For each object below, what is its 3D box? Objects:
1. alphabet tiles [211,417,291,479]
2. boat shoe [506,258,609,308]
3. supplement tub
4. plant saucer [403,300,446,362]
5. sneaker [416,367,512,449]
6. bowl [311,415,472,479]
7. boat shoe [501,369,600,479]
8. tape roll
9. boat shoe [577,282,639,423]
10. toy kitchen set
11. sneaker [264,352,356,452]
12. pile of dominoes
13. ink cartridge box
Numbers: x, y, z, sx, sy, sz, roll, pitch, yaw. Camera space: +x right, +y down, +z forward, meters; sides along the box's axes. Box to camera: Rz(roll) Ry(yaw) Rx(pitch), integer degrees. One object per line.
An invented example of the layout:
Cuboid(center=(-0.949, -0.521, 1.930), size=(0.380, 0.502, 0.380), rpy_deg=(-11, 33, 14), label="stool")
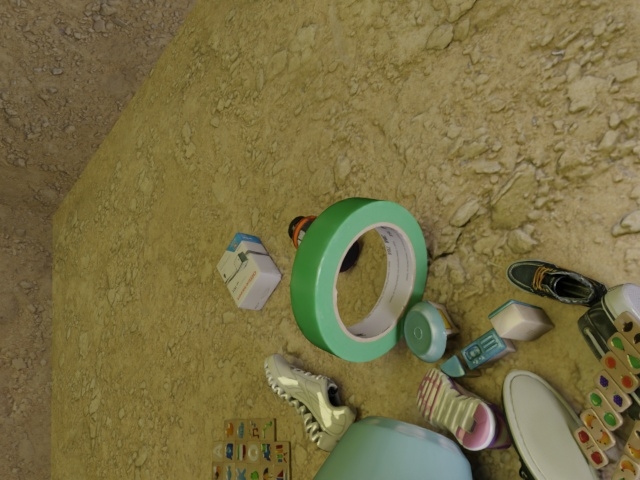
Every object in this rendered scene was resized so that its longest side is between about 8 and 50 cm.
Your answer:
Cuboid(center=(-0.195, 0.632, 1.398), size=(0.342, 0.011, 0.285), rpy_deg=(-20, 65, 42), label="alphabet tiles")
Cuboid(center=(0.392, 0.067, 0.888), size=(0.183, 0.083, 0.065), rpy_deg=(17, 91, 48), label="boat shoe")
Cuboid(center=(0.000, 0.000, 1.305), size=(0.198, 0.106, 0.106), rpy_deg=(31, 101, 47), label="supplement tub")
Cuboid(center=(0.196, 0.179, 1.006), size=(0.119, 0.021, 0.120), rpy_deg=(7, 98, 62), label="plant saucer")
Cuboid(center=(0.265, 0.314, 0.949), size=(0.095, 0.104, 0.236), rpy_deg=(-69, 20, 1), label="sneaker")
Cuboid(center=(0.143, 0.422, 0.924), size=(0.311, 0.311, 0.163), rpy_deg=(-8, 54, 45), label="bowl")
Cuboid(center=(0.371, 0.375, 0.804), size=(0.113, 0.127, 0.340), rpy_deg=(104, 145, -51), label="boat shoe")
Cuboid(center=(0.086, 0.077, 1.031), size=(0.077, 0.321, 0.322), rpy_deg=(13, 88, 46), label="tape roll")
Cuboid(center=(0.496, 0.223, 0.730), size=(0.119, 0.121, 0.335), rpy_deg=(-58, 39, 43), label="boat shoe")
Cuboid(center=(0.277, 0.141, 0.959), size=(0.207, 0.122, 0.166), rpy_deg=(-45, 50, 28), label="toy kitchen set")
Cuboid(center=(-0.025, 0.359, 1.240), size=(0.292, 0.110, 0.118), rpy_deg=(40, 100, 36), label="sneaker")
Cuboid(center=(0.430, 0.243, 0.680), size=(0.196, 0.040, 0.251), rpy_deg=(41, 126, 56), label="pile of dominoes")
Cuboid(center=(-0.213, 0.090, 1.521), size=(0.140, 0.082, 0.191), rpy_deg=(-56, 44, 19), label="ink cartridge box")
